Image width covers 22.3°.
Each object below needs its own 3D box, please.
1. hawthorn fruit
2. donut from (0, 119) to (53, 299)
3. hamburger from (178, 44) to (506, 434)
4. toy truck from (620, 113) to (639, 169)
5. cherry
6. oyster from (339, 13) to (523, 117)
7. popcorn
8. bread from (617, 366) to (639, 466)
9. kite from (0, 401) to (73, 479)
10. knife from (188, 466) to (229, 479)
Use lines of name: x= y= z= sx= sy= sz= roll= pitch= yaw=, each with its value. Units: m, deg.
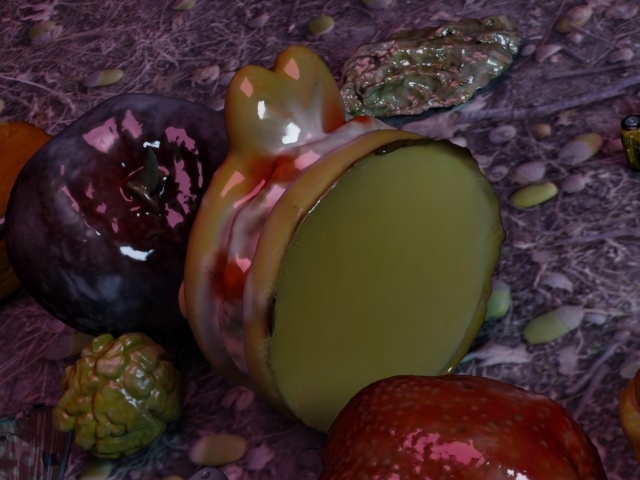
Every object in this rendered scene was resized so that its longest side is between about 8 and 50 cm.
hawthorn fruit: x=0.119 y=0.197 z=1.178 sx=0.253 sy=0.205 sz=0.205 roll=6 pitch=48 yaw=23
donut: x=-0.382 y=-0.026 z=1.766 sx=0.253 sy=0.118 sz=0.253 roll=-13 pitch=40 yaw=11
hamburger: x=0.000 y=0.000 z=1.378 sx=0.261 sy=0.302 sz=0.186 roll=-35 pitch=42 yaw=-26
toy truck: x=0.320 y=-0.102 z=1.519 sx=0.054 sy=0.049 sz=0.083 roll=23 pitch=57 yaw=42
cherry: x=-0.169 y=-0.020 z=1.525 sx=0.255 sy=0.218 sz=0.296 roll=-30 pitch=-6 yaw=-16
oyster: x=0.111 y=-0.196 z=1.725 sx=0.209 sy=0.072 sz=0.133 roll=-15 pitch=43 yaw=11
popcorn: x=-0.180 y=0.138 z=1.475 sx=0.116 sy=0.120 sz=0.106 roll=12 pitch=16 yaw=24
bread: x=0.332 y=0.193 z=1.077 sx=0.195 sy=0.148 sz=0.344 roll=7 pitch=34 yaw=-22
kite: x=-0.355 y=0.223 z=1.422 sx=0.406 sy=0.014 sz=0.368 roll=-17 pitch=58 yaw=-44
knife: x=-0.139 y=0.255 z=1.386 sx=0.162 sy=0.023 sz=0.044 roll=-42 pitch=45 yaw=-20
